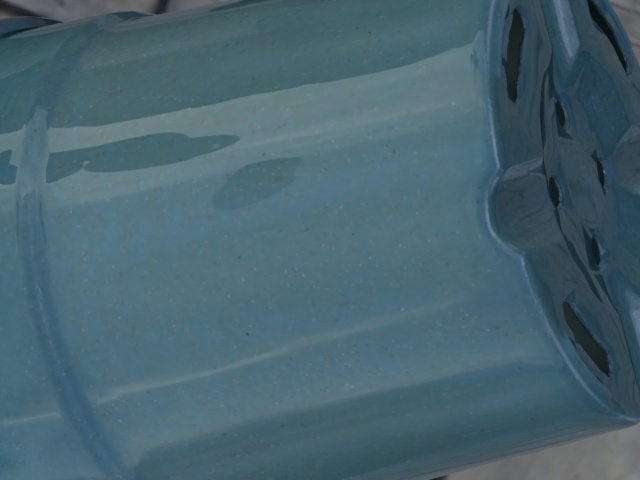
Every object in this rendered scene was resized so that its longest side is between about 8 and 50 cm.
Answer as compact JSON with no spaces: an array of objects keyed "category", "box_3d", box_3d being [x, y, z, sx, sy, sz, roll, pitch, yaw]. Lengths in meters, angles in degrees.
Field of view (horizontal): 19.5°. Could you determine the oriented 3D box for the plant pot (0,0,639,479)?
[{"category":"plant pot","box_3d":[0.000,0.000,1.017,0.334,0.341,0.341,-14,85,28]}]
